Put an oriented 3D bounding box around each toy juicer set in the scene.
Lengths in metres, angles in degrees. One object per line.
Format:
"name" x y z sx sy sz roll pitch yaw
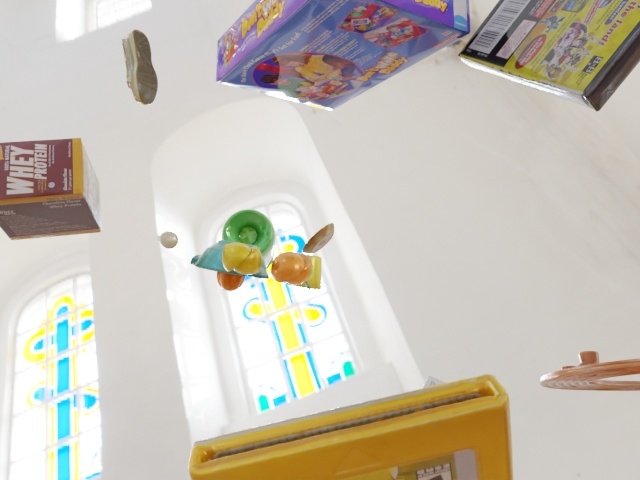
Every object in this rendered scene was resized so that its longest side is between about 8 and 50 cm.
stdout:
"toy juicer set" -0.161 0.045 0.991 0.328 0.090 0.209 10 -2 3

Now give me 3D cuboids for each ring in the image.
"ring" 0.438 0.152 0.684 0.336 0.032 0.337 0 -20 0

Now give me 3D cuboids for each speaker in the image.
"speaker" -0.173 0.011 1.401 0.131 0.131 0.296 -17 -9 -8

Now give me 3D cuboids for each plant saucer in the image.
"plant saucer" 0.000 0.000 1.109 0.083 0.015 0.083 -40 -14 -12

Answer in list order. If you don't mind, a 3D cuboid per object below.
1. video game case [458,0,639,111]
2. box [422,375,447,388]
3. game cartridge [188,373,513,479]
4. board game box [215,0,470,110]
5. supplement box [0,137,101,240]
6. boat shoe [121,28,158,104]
"video game case" 0.334 -0.310 0.707 0.035 0.248 0.275 32 -80 -34
"box" 0.168 0.250 0.736 0.087 0.101 0.102 -55 -27 -35
"game cartridge" 0.052 0.302 0.554 0.285 0.053 0.324 -12 -70 -3
"board game box" 0.016 -0.308 0.868 0.233 0.078 0.347 5 -9 -32
"supplement box" -0.577 -0.104 1.198 0.191 0.129 0.194 -6 -21 -12
"boat shoe" -0.355 -0.329 1.105 0.048 0.153 0.056 -16 -9 28
